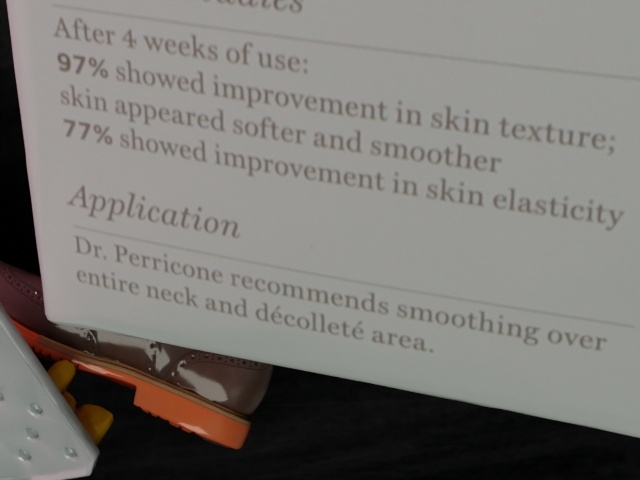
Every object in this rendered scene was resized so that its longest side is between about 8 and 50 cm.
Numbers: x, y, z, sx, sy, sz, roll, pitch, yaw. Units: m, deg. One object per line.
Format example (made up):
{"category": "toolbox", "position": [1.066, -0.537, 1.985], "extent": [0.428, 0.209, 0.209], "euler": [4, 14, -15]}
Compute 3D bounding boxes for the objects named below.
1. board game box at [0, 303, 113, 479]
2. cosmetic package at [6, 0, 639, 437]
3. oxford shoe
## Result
{"category": "board game box", "position": [-0.392, 0.032, 0.941], "extent": [0.390, 0.050, 0.390], "euler": [-13, 118, 30]}
{"category": "cosmetic package", "position": [0.061, -0.172, 0.646], "extent": [0.329, 0.327, 0.394], "euler": [10, 120, 17]}
{"category": "oxford shoe", "position": [-0.163, 0.059, 0.983], "extent": [0.271, 0.097, 0.098], "euler": [26, 84, -1]}
